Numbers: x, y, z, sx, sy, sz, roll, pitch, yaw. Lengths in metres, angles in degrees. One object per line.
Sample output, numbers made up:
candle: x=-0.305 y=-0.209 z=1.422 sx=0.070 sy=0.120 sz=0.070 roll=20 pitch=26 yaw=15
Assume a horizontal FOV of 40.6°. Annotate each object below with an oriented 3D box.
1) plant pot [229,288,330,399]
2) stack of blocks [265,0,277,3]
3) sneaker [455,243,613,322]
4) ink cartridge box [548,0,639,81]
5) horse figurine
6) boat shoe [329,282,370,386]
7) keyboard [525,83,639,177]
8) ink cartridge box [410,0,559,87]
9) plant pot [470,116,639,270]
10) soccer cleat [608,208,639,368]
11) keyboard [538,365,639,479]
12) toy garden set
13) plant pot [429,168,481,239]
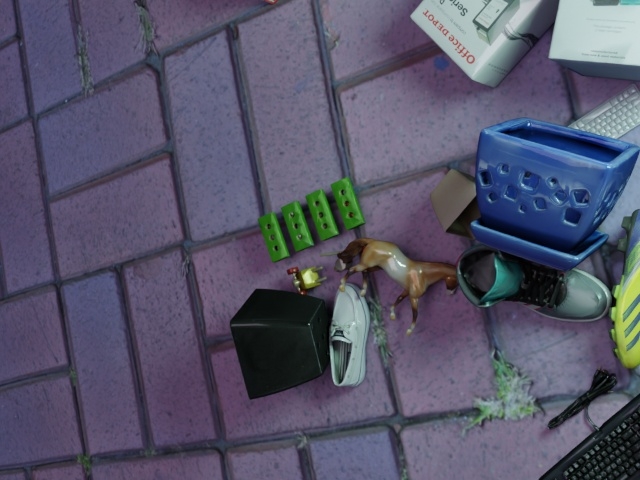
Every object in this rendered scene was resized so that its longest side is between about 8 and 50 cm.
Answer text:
plant pot: x=-0.071 y=0.214 z=1.874 sx=0.167 sy=0.187 sz=0.188 roll=-8 pitch=108 yaw=17
stack of blocks: x=-0.072 y=-0.664 z=1.890 sx=0.297 sy=0.171 sz=0.087 roll=-38 pitch=70 yaw=28
sneaker: x=0.373 y=0.078 z=1.592 sx=0.296 sy=0.178 sz=0.123 roll=17 pitch=100 yaw=32
ink cartridge box: x=0.536 y=-0.419 z=1.470 sx=0.197 sy=0.198 sz=0.269 roll=14 pitch=97 yaw=33
horse figurine: x=0.147 y=0.072 z=1.788 sx=0.263 sy=0.066 sz=0.174 roll=34 pitch=114 yaw=16
boat shoe: x=0.058 y=0.205 z=1.863 sx=0.083 sy=0.076 sz=0.226 roll=-8 pitch=86 yaw=33
keyboard: x=0.489 y=-0.190 z=1.612 sx=0.256 sy=0.014 sz=0.072 roll=-35 pitch=72 yaw=28
ink cartridge box: x=0.338 y=-0.460 z=1.650 sx=0.273 sy=0.115 sz=0.198 roll=-49 pitch=65 yaw=24
plant pot: x=0.406 y=-0.083 z=1.534 sx=0.236 sy=0.236 sz=0.212 roll=19 pitch=112 yaw=27
soccer cleat: x=0.576 y=0.087 z=1.510 sx=0.121 sy=0.093 sz=0.288 roll=7 pitch=95 yaw=27
keyboard: x=0.520 y=0.364 z=1.585 sx=0.317 sy=0.033 sz=0.201 roll=-49 pitch=65 yaw=23
toy garden set: x=0.000 y=0.000 z=1.920 sx=0.244 sy=0.049 sz=0.203 roll=-23 pitch=82 yaw=27
plant pot: x=0.282 y=-0.079 z=1.703 sx=0.109 sy=0.109 sz=0.096 roll=-52 pitch=51 yaw=23
